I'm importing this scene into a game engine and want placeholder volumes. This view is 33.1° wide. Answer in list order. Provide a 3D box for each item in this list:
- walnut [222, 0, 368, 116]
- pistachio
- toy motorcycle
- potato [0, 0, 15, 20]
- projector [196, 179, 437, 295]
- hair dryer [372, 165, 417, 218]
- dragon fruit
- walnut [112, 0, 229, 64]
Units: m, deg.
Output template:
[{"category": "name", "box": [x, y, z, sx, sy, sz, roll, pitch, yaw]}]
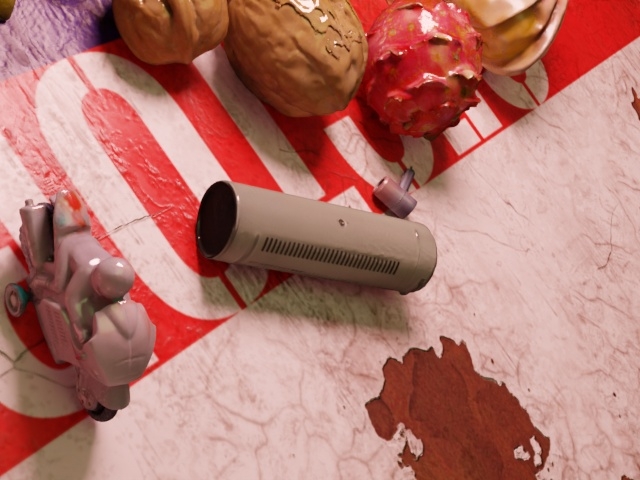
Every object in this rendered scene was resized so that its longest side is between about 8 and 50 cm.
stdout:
[{"category": "walnut", "box": [-0.039, -0.287, 1.544, 0.245, 0.198, 0.198, 49, 45, -8]}, {"category": "pistachio", "box": [0.339, -0.436, 1.906, 0.230, 0.230, 0.309, 33, 44, -19]}, {"category": "toy motorcycle", "box": [-0.252, 0.062, 1.175, 0.110, 0.171, 0.260, -10, 74, -43]}, {"category": "potato", "box": [-0.445, -0.347, 1.325, 0.149, 0.081, 0.120, -5, 66, -41]}, {"category": "projector", "box": [0.000, 0.000, 1.458, 0.337, 0.108, 0.108, 11, 59, -34]}, {"category": "hair dryer", "box": [0.124, -0.088, 1.665, 0.063, 0.037, 0.114, 41, 39, -10]}, {"category": "dragon fruit", "box": [0.157, -0.291, 1.691, 0.210, 0.205, 0.268, 22, 55, -18]}, {"category": "walnut", "box": [-0.207, -0.319, 1.462, 0.166, 0.149, 0.167, 0, 90, -15]}]
